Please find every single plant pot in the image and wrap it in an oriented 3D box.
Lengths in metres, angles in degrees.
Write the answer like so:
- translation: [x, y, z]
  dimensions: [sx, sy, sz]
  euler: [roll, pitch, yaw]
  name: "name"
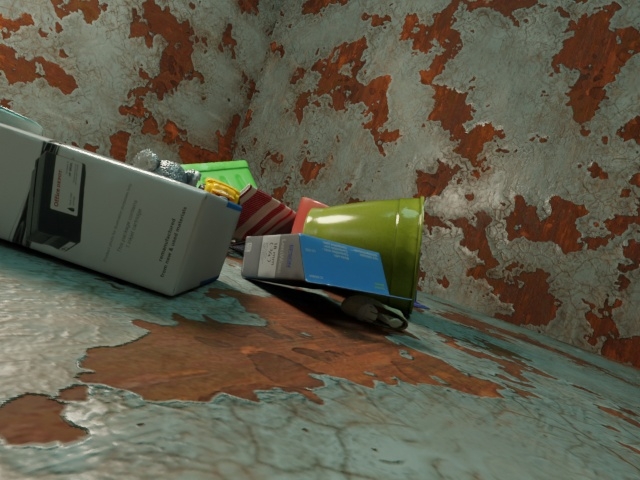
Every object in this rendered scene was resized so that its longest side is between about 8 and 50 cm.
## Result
- translation: [0.000, 0.000, 1.614]
  dimensions: [0.275, 0.243, 0.275]
  euler: [26, 0, 0]
  name: "plant pot"
- translation: [0.129, 0.028, 1.339]
  dimensions: [0.353, 0.367, 0.366]
  euler: [6, -2, 11]
  name: "plant pot"

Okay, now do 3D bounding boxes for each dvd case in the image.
- translation: [-0.214, 0.031, 1.510]
  dimensions: [0.164, 0.018, 0.221]
  euler: [-14, 23, -39]
  name: "dvd case"

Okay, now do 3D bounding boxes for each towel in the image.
- translation: [-0.238, -0.068, 1.613]
  dimensions: [0.329, 0.237, 0.037]
  euler: [31, 24, -51]
  name: "towel"

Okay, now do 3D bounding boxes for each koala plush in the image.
- translation: [-0.400, -0.099, 1.038]
  dimensions: [0.196, 0.221, 0.203]
  euler: [17, 1, -40]
  name: "koala plush"

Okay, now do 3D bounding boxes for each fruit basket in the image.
- translation: [-0.482, -0.212, 1.662]
  dimensions: [0.392, 0.283, 0.392]
  euler: [24, 34, -18]
  name: "fruit basket"

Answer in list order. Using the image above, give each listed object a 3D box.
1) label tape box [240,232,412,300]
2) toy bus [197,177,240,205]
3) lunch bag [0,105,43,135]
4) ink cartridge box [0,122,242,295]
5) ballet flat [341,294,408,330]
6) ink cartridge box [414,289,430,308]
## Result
- translation: [0.008, 0.057, 0.947]
  dimensions: [0.240, 0.106, 0.333]
  euler: [14, -10, -37]
  name: "label tape box"
- translation: [-0.345, -0.076, 1.363]
  dimensions: [0.149, 0.220, 0.211]
  euler: [23, 5, -24]
  name: "toy bus"
- translation: [-0.681, -0.224, 0.818]
  dimensions: [0.279, 0.108, 0.224]
  euler: [17, -8, 43]
  name: "lunch bag"
- translation: [-0.368, -0.056, 0.728]
  dimensions: [0.394, 0.166, 0.285]
  euler: [19, 0, 0]
  name: "ink cartridge box"
- translation: [0.125, 0.161, 0.927]
  dimensions: [0.168, 0.057, 0.052]
  euler: [17, 11, -25]
  name: "ballet flat"
- translation: [0.258, 0.188, 1.719]
  dimensions: [0.307, 0.072, 0.303]
  euler: [16, -1, 42]
  name: "ink cartridge box"
